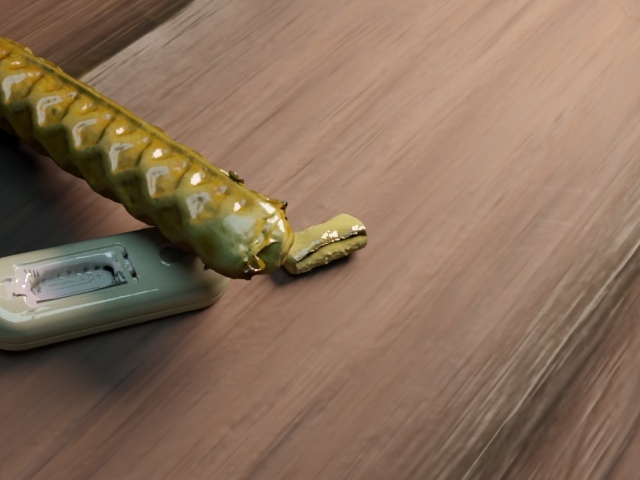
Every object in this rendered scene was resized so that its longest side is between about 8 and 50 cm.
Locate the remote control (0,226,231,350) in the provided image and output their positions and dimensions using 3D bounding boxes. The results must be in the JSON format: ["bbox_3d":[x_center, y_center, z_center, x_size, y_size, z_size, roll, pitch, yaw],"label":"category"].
[{"bbox_3d":[-0.174,0.032,0.970,0.221,0.042,0.078,-13,56,-25],"label":"remote control"}]

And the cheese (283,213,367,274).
[{"bbox_3d":[0.000,0.000,1.051,0.083,0.030,0.044,-21,39,-23],"label":"cheese"}]

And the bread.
[{"bbox_3d":[-0.174,-0.075,1.004,0.367,0.077,0.084,33,54,24],"label":"bread"}]
